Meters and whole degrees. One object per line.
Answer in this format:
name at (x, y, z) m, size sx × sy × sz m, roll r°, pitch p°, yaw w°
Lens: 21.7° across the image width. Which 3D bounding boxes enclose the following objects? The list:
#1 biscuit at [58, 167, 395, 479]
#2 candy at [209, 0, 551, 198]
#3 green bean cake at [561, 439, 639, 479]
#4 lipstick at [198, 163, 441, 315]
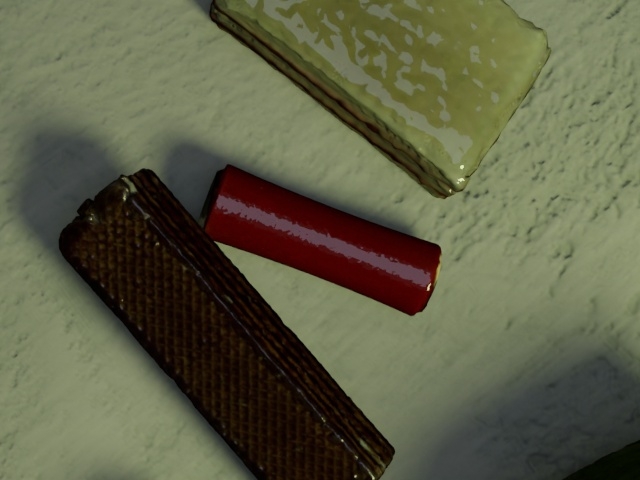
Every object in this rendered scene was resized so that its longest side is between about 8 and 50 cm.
biscuit at (-0.091, 0.103, 1.611) m, size 0.107 × 0.073 × 0.388 m, roll -40°, pitch 93°, yaw 28°
candy at (0.059, -0.207, 1.650) m, size 0.320 × 0.135 × 0.179 m, roll 39°, pitch 80°, yaw -4°
green bean cake at (0.314, 0.278, 1.588) m, size 0.247 × 0.250 × 0.156 m, roll -27°, pitch 90°, yaw -8°
lipstick at (0.000, 0.000, 1.652) m, size 0.241 × 0.080 × 0.080 m, roll 20°, pitch 83°, yaw -7°
